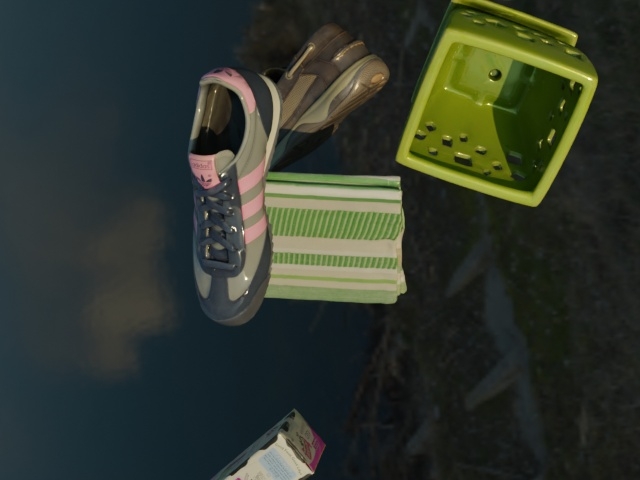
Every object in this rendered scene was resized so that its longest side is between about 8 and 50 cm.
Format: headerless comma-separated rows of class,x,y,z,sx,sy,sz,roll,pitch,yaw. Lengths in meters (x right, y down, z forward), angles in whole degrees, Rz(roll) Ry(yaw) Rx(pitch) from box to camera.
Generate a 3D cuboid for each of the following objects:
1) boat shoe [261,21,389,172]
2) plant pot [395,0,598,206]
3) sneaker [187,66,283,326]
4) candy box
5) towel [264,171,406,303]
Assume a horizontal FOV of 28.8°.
boat shoe,-0.040,-0.201,1.850,0.355,0.132,0.130,-38,85,42
plant pot,0.249,-0.216,1.799,0.207,0.227,0.228,-79,8,-57
sneaker,-0.124,-0.055,1.515,0.112,0.131,0.319,1,88,24
candy box,-0.107,0.331,1.632,0.233,0.159,0.071,-41,89,7
towel,0.000,0.000,1.770,0.325,0.247,0.038,84,-171,-61
